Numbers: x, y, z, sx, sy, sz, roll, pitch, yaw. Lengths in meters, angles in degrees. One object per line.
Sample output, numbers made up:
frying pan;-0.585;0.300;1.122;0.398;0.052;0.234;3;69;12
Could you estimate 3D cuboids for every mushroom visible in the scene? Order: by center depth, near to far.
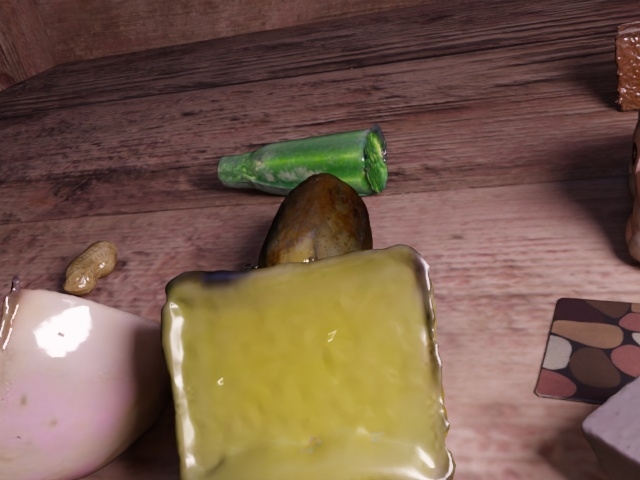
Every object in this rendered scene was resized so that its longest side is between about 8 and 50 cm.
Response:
mushroom;-0.220;0.160;0.601;0.236;0.173;0.162;-36;40;58

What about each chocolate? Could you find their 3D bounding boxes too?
chocolate;-0.038;-0.119;1.073;0.291;0.110;0.110;-1;29;27

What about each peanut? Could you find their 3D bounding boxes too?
peanut;-0.326;0.039;0.937;0.053;0.054;0.113;-2;31;19

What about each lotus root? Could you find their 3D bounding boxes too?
lotus root;0.000;0.000;0.789;0.122;0.124;0.241;-19;26;22

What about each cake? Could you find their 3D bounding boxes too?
cake;0.575;-0.312;1.137;0.134;0.135;0.147;-4;28;21

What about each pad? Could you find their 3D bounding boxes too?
pad;0.325;0.103;0.588;0.234;0.003;0.158;3;31;27

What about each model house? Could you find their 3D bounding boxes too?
model house;0.007;0.111;0.541;0.193;0.175;0.234;-10;-14;9

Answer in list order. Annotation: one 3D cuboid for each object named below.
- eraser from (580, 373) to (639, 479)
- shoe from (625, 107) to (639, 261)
eraser;0.319;0.187;0.351;0.111;0.077;0.352;-27;31;-22
shoe;0.450;-0.121;0.753;0.171;0.198;0.351;5;33;24
